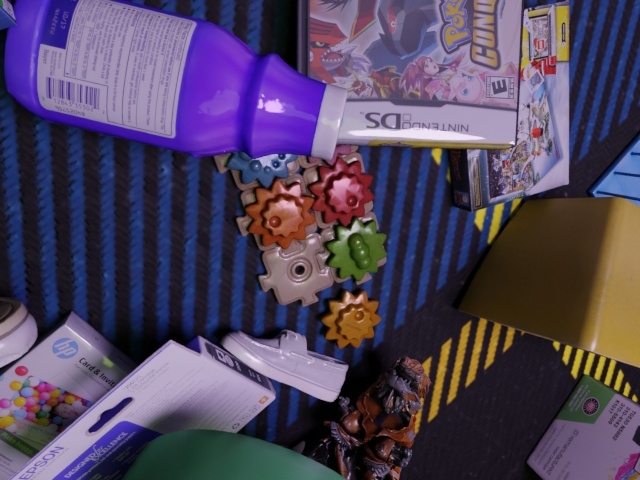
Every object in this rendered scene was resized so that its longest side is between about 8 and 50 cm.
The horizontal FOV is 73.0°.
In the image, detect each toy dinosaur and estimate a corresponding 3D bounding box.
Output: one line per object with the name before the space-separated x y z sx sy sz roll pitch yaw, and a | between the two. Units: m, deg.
toy dinosaur | 0.057 0.312 0.582 0.218 0.164 0.322 -14 108 -51

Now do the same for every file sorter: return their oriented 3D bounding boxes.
file sorter | 0.522 -0.090 0.643 0.118 0.104 0.170 42 90 -24

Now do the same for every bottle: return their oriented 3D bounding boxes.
bottle | -0.119 -0.137 0.390 0.283 0.092 0.118 12 96 -2

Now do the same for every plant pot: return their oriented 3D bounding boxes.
plant pot | 0.358 0.052 0.587 0.212 0.212 0.187 20 86 -21

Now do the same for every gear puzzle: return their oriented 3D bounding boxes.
gear puzzle | 0.000 0.000 0.533 0.175 0.044 0.339 -21 111 -11

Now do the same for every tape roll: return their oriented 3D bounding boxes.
tape roll | -0.067 0.330 0.438 0.321 0.077 0.321 8 122 13

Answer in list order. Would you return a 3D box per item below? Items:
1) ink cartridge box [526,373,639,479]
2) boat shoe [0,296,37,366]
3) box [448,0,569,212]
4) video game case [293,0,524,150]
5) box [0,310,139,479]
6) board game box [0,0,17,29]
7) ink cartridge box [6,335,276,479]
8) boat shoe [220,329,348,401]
ink cartridge box | 0.509 0.381 0.679 0.117 0.278 0.201 29 95 -23
boat shoe | -0.409 0.149 0.416 0.302 0.113 0.103 -21 112 0
box | 0.243 -0.169 0.562 0.159 0.044 0.233 -15 109 -13
video game case | 0.096 -0.239 0.460 0.248 0.035 0.275 0 95 -9
box | -0.305 0.194 0.495 0.186 0.038 0.145 -40 114 -5
board game box | -0.353 -0.199 0.324 0.201 0.035 0.136 -19 82 -4
ink cartridge box | -0.184 0.204 0.493 0.206 0.045 0.208 -40 138 -3
boat shoe | -0.038 0.149 0.556 0.184 0.066 0.063 32 80 -21
